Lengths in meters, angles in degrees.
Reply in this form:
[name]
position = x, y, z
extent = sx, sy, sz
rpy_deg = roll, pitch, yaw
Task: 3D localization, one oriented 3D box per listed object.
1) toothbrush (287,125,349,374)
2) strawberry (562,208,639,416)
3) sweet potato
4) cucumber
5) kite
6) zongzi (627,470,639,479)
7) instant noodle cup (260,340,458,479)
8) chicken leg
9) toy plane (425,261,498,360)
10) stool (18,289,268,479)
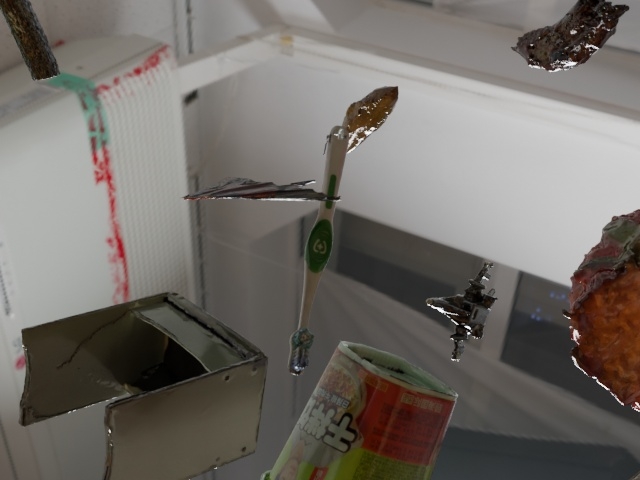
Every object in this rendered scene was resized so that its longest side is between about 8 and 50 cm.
[toothbrush]
position = -0.002, 0.002, 1.253
extent = 0.040, 0.042, 0.418
rpy_deg = 127, 156, -59
[strawberry]
position = 0.396, 0.065, 0.854
extent = 0.253, 0.280, 0.150
rpy_deg = -46, 16, 15
[sweet potato]
position = 0.070, -0.204, 1.420
extent = 0.206, 0.068, 0.060
rpy_deg = -52, 24, 44
[cucumber]
position = -0.610, -0.462, 1.663
extent = 0.067, 0.067, 0.294
rpy_deg = -47, -55, -46
[kite]
position = -0.113, -0.075, 1.275
extent = 0.233, 0.321, 0.016
rpy_deg = -12, -76, -33
[zongzi]
position = 0.481, 0.353, 1.194
extent = 0.189, 0.081, 0.178
rpy_deg = -38, -7, -15
[instant noodle cup]
position = 0.077, 0.359, 1.455
extent = 0.308, 0.293, 0.294
rpy_deg = -68, -21, 3
[chicken leg]
position = 0.401, -0.332, 1.339
extent = 0.063, 0.105, 0.234
rpy_deg = -15, -11, -28
[toy plane]
position = 0.252, 0.123, 1.459
extent = 0.262, 0.088, 0.192
rpy_deg = 13, -84, -66
[stool]
position = -0.255, 0.216, 1.194
extent = 0.269, 0.243, 0.170
rpy_deg = -12, -61, -44
